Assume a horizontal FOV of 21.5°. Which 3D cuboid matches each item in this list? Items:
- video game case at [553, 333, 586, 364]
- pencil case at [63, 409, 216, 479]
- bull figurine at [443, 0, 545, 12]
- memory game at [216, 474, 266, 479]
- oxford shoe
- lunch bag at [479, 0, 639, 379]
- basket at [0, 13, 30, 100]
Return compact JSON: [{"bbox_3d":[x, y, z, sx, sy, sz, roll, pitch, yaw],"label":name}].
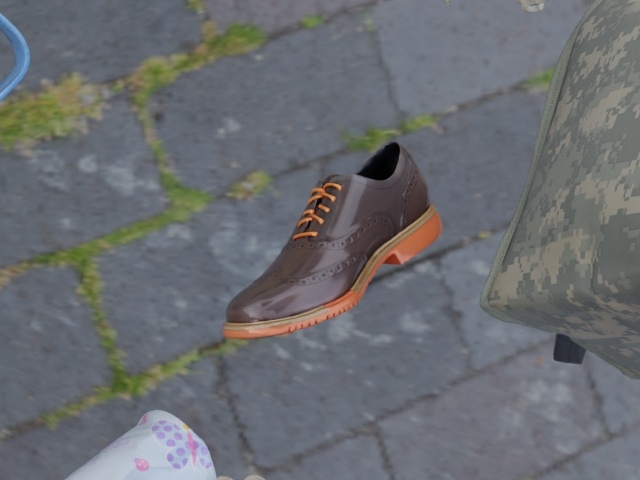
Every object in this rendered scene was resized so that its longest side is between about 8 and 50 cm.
[{"bbox_3d":[0.247,-0.060,1.521,0.035,0.275,0.248,8,60,7],"label":"video game case"},{"bbox_3d":[-0.228,0.283,1.680,0.273,0.124,0.113,-37,88,-34],"label":"pencil case"},{"bbox_3d":[0.072,-0.284,1.025,0.101,0.188,0.310,-15,124,12],"label":"bull figurine"},{"bbox_3d":[-0.070,0.335,1.815,0.186,0.012,0.186,17,49,-20],"label":"memory game"},{"bbox_3d":[0.000,0.000,1.438,0.271,0.097,0.098,-37,116,-47],"label":"oxford shoe"},{"bbox_3d":[0.252,-0.067,1.080,0.169,0.235,0.287,24,75,-19],"label":"lunch bag"},{"bbox_3d":[-0.413,-0.141,1.438,0.255,0.201,0.289,45,65,-28],"label":"basket"}]
